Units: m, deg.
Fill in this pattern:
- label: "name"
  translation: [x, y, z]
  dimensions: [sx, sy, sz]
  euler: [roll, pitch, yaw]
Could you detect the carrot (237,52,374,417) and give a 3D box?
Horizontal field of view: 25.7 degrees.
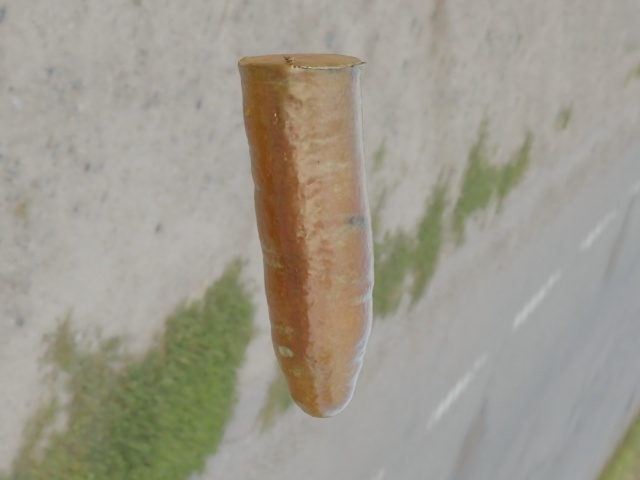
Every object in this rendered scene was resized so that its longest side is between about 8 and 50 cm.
- label: "carrot"
  translation: [0.000, 0.000, 0.518]
  dimensions: [0.048, 0.048, 0.139]
  euler: [-28, 115, -62]
